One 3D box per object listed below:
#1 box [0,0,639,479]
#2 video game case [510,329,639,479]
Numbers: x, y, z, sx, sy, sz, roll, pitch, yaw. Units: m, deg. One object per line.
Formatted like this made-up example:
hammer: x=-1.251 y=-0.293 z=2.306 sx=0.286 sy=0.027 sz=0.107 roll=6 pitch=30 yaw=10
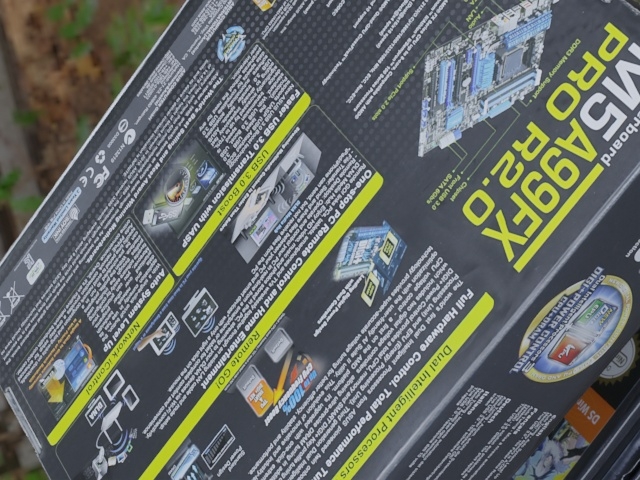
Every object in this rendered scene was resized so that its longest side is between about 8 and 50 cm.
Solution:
box: x=0.000 y=0.000 z=0.567 sx=0.270 sy=0.060 sz=0.216 roll=-53 pitch=48 yaw=14
video game case: x=0.087 y=0.054 z=0.776 sx=0.248 sy=0.035 sz=0.275 roll=-54 pitch=23 yaw=6
